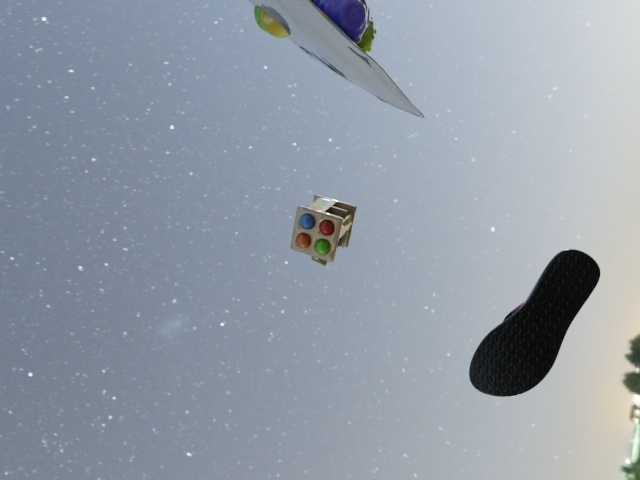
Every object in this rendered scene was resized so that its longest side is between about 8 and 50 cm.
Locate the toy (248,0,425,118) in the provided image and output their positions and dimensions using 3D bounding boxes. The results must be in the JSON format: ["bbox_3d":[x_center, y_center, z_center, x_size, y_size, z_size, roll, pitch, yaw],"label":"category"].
[{"bbox_3d":[0.001,-0.191,0.480,0.137,0.237,0.056,33,-83,-34],"label":"toy"}]

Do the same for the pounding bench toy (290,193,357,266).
[{"bbox_3d":[0.000,0.000,0.635,0.065,0.052,0.083,-42,-33,-63],"label":"pounding bench toy"}]

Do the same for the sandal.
[{"bbox_3d":[0.222,0.089,0.580,0.179,0.067,0.040,-50,-17,-6],"label":"sandal"}]
